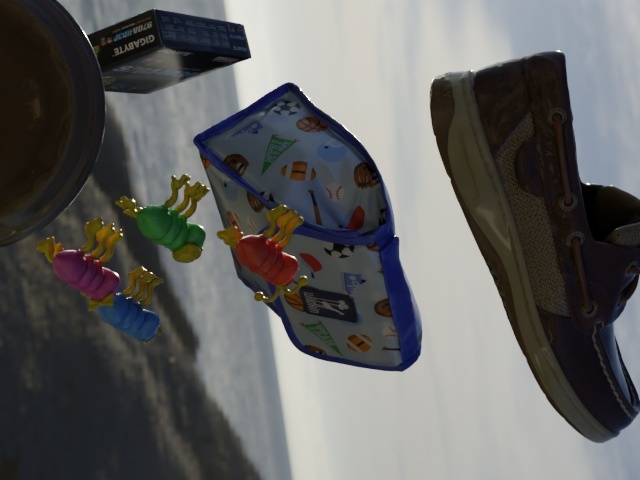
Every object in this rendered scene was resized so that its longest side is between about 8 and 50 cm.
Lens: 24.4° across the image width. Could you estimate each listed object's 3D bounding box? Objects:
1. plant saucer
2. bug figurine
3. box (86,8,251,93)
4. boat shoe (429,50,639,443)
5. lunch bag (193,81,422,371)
[{"bbox_3d":[-0.345,-0.127,1.411,0.041,0.278,0.277,-52,134,-86],"label":"plant saucer"},{"bbox_3d":[-0.162,0.031,1.542,0.216,0.279,0.072,33,43,-46],"label":"bug figurine"},{"bbox_3d":[-0.219,-0.238,1.900,0.220,0.175,0.051,-5,81,-63],"label":"box"},{"bbox_3d":[0.193,0.009,1.095,0.123,0.123,0.342,-84,151,-59],"label":"boat shoe"},{"bbox_3d":[0.000,0.000,2.305,0.385,0.239,0.327,41,-23,39],"label":"lunch bag"}]
